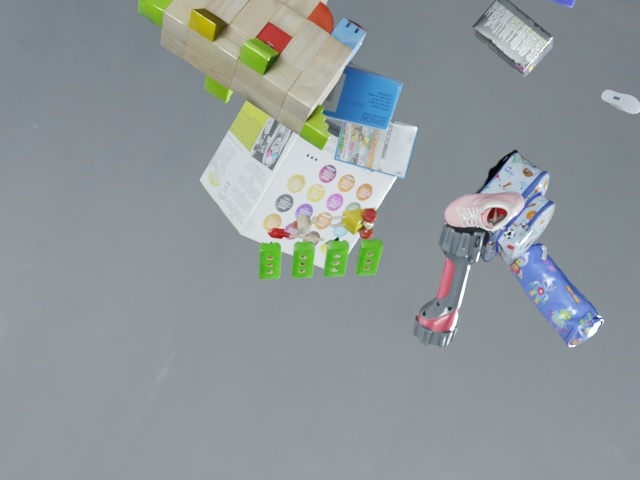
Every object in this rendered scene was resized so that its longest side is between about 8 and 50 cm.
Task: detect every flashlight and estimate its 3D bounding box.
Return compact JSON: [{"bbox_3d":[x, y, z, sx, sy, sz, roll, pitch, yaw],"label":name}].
[{"bbox_3d":[0.290,0.099,1.923,0.103,0.103,0.304,-4,118,-23],"label":"flashlight"}]

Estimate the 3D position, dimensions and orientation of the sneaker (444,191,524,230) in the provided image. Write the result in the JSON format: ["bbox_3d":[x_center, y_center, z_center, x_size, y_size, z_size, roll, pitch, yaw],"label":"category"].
[{"bbox_3d":[0.248,-0.043,1.302,0.070,0.134,0.051,-41,115,-53],"label":"sneaker"}]

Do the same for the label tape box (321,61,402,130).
[{"bbox_3d":[-0.015,-0.332,1.695,0.334,0.240,0.106,-134,-123,-62],"label":"label tape box"}]

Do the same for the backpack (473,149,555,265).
[{"bbox_3d":[0.468,-0.081,2.071,0.263,0.213,0.276,-57,168,-7],"label":"backpack"}]

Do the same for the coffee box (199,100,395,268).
[{"bbox_3d":[-0.066,-0.169,2.229,0.337,0.338,0.334,24,104,-36],"label":"coffee box"}]

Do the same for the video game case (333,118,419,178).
[{"bbox_3d":[0.121,-0.213,1.809,0.015,0.166,0.119,-40,145,-69],"label":"video game case"}]

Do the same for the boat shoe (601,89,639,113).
[{"bbox_3d":[0.665,-0.301,1.813,0.035,0.100,0.035,19,101,-44],"label":"boat shoe"}]

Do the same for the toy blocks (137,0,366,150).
[{"bbox_3d":[-0.081,-0.372,1.427,0.261,0.381,0.191,-56,180,-25],"label":"toy blocks"}]

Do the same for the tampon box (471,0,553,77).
[{"bbox_3d":[0.453,-0.478,1.941,0.101,0.161,0.120,-49,169,11],"label":"tampon box"}]

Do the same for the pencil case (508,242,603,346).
[{"bbox_3d":[0.645,0.140,2.273,0.119,0.306,0.133,-12,147,-35],"label":"pencil case"}]

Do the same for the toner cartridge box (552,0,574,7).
[{"bbox_3d":[0.584,-0.684,1.821,0.348,0.075,0.165,74,39,-72],"label":"toner cartridge box"}]

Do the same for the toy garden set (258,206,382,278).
[{"bbox_3d":[0.000,0.000,1.643,0.204,0.244,0.049,98,-11,-55],"label":"toy garden set"}]
